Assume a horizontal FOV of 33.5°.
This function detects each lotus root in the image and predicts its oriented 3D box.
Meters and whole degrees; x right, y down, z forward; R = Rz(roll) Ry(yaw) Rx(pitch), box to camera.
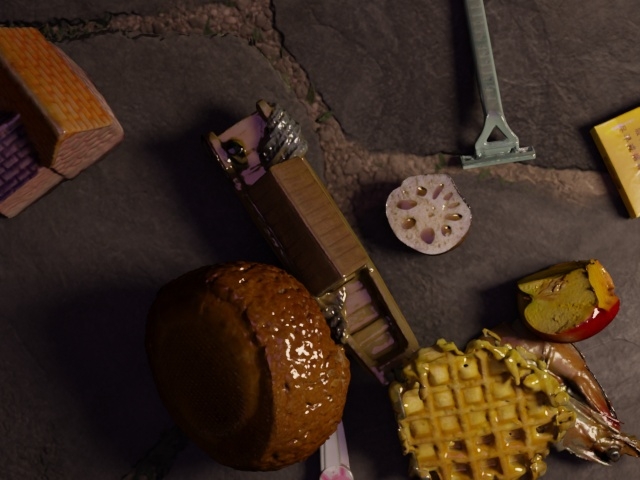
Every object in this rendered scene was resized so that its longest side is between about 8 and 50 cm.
[{"bbox_3d":[0.157,-0.035,1.555,0.112,0.081,0.122,-30,85,0],"label":"lotus root"}]

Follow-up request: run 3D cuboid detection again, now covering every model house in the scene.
[{"bbox_3d":[-0.437,-0.175,1.498,0.237,0.237,0.202,-34,87,-2],"label":"model house"}]

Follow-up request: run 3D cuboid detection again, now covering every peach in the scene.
[{"bbox_3d":[0.353,0.087,1.524,0.151,0.118,0.151,-16,49,20],"label":"peach"}]

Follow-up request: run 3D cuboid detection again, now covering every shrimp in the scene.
[{"bbox_3d":[0.351,0.227,1.540,0.294,0.062,0.154,35,80,5],"label":"shrimp"}]

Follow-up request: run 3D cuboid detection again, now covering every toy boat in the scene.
[{"bbox_3d":[0.000,0.000,1.514,0.135,0.162,0.446,-33,86,-6],"label":"toy boat"}]

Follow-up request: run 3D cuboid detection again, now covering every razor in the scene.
[{"bbox_3d":[0.245,-0.250,1.586,0.111,0.056,0.278,-8,85,1],"label":"razor"}]

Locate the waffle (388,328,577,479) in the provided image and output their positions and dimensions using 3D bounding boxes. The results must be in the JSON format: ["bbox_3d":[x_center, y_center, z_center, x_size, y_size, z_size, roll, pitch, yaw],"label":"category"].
[{"bbox_3d":[0.213,0.256,1.473,0.280,0.060,0.262,27,113,-16],"label":"waffle"}]

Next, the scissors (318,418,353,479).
[{"bbox_3d":[0.025,0.353,1.545,0.118,0.030,0.242,-4,87,-1],"label":"scissors"}]

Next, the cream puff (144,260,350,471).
[{"bbox_3d":[-0.089,0.166,1.463,0.303,0.212,0.303,13,111,35],"label":"cream puff"}]

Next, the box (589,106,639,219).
[{"bbox_3d":[0.555,-0.153,1.578,0.269,0.043,0.152,-23,85,-1],"label":"box"}]
